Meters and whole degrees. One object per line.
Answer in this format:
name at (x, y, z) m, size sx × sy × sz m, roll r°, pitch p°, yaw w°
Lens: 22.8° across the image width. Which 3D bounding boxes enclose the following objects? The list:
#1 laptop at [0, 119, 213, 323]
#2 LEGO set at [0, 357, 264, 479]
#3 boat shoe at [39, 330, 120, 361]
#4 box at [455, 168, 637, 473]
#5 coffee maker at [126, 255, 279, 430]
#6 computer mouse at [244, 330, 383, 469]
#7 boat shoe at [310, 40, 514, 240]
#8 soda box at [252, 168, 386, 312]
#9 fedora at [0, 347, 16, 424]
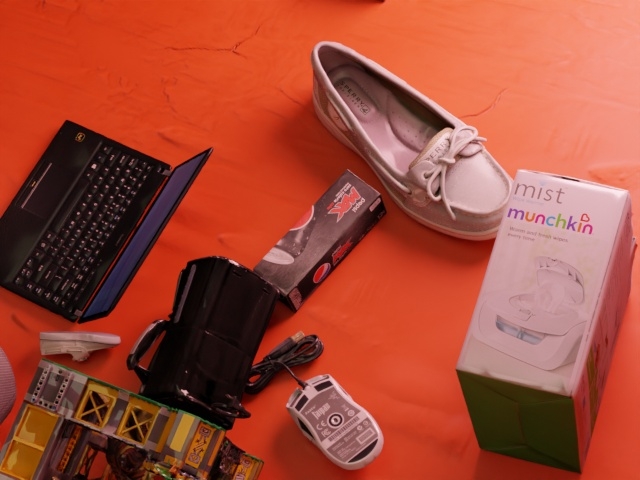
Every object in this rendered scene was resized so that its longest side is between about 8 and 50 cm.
laptop at (-0.279, -0.034, 1.892) m, size 0.264 × 0.136 × 0.234 m, roll 24°, pitch 71°, yaw 20°
LEGO set at (-0.206, 0.267, 1.646) m, size 0.255 × 0.331 × 0.192 m, roll 21°, pitch 78°, yaw 6°
boat shoe at (-0.286, 0.127, 1.879) m, size 0.100 × 0.035 × 0.035 m, roll 1°, pitch 93°, yaw 7°
box at (0.245, 0.090, 1.660) m, size 0.127 × 0.262 × 0.231 m, roll 12°, pitch 69°, yaw 17°
coffee maker at (-0.115, 0.118, 1.786) m, size 0.171 × 0.120 × 0.178 m, roll 4°, pitch 64°, yaw 31°
computer mouse at (-0.001, 0.191, 1.786) m, size 0.106 × 0.042 × 0.193 m, roll -35°, pitch 58°, yaw -11°
boat shoe at (0.106, -0.120, 1.874) m, size 0.118 × 0.103 × 0.320 m, roll -41°, pitch 64°, yaw -9°
soda box at (0.000, 0.000, 1.867) m, size 0.060 × 0.053 × 0.169 m, roll 37°, pitch 76°, yaw 24°
fedora at (-0.458, 0.154, 1.819) m, size 0.275 × 0.243 × 0.124 m, roll 19°, pitch 41°, yaw 21°
